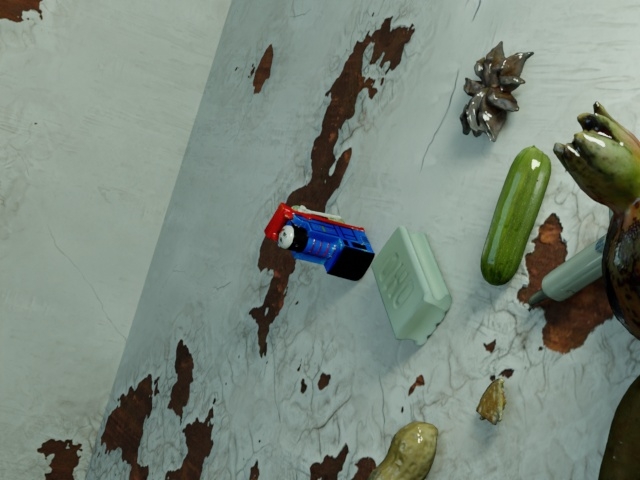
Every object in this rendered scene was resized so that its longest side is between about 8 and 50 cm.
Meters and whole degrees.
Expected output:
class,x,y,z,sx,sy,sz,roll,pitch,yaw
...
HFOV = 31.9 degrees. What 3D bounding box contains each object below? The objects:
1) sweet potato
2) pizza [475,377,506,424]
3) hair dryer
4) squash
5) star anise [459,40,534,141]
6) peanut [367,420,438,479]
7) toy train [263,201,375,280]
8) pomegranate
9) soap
class,x,y,z,sx,sy,sz,roll,pitch,yaw
sweet potato,0.447,0.212,1.429,0.108,0.079,0.346,53,125,25
pizza,0.277,0.265,1.771,0.078,0.025,0.083,-96,27,-46
hair dryer,0.396,0.019,1.629,0.357,0.107,0.173,136,145,-54
squash,0.317,-0.040,1.830,0.069,0.069,0.239,24,96,63
star anise,0.302,-0.271,1.999,0.195,0.065,0.182,26,96,67
peanut,0.136,0.401,1.901,0.214,0.099,0.099,-59,29,15
toy train,0.000,0.000,2.265,0.083,0.204,0.131,-57,35,29
pomegranate,0.417,-0.022,1.308,0.285,0.340,0.285,-54,1,2
soap,0.165,0.081,2.051,0.119,0.066,0.198,-58,30,30
